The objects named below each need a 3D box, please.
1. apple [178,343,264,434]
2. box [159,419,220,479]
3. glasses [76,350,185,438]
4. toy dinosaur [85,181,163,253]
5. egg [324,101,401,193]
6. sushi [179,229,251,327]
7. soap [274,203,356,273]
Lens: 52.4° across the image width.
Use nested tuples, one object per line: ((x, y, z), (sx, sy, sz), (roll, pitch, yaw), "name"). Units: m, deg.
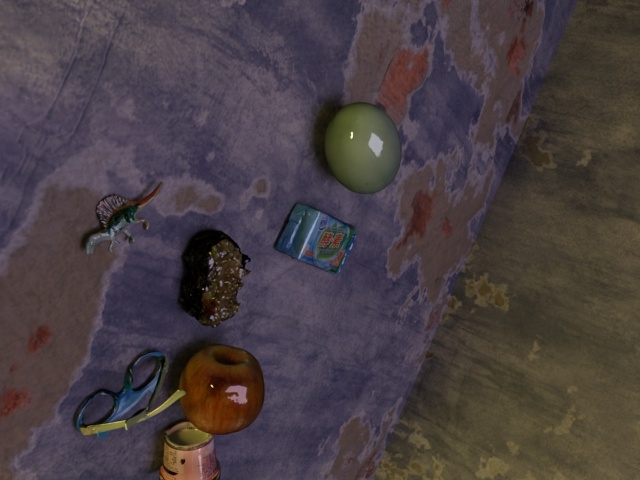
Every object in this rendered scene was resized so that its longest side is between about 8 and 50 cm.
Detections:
((-0.234, 0.355, 1.559), (0.211, 0.211, 0.188), (-14, 126, -52), "apple")
((-0.323, 0.528, 1.598), (0.151, 0.151, 0.135), (-19, 116, -50), "box")
((-0.390, 0.324, 1.378), (0.239, 0.207, 0.102), (-41, 103, -38), "glasses")
((-0.385, -0.050, 1.261), (0.106, 0.044, 0.187), (29, 85, -42), "toy dinosaur")
((0.113, -0.241, 1.723), (0.203, 0.203, 0.282), (-54, 152, -21), "egg")
((-0.234, 0.087, 1.489), (0.147, 0.115, 0.212), (-6, 112, -54), "sushi")
((0.000, 0.000, 1.817), (0.293, 0.077, 0.156), (22, 90, -58), "soap")
